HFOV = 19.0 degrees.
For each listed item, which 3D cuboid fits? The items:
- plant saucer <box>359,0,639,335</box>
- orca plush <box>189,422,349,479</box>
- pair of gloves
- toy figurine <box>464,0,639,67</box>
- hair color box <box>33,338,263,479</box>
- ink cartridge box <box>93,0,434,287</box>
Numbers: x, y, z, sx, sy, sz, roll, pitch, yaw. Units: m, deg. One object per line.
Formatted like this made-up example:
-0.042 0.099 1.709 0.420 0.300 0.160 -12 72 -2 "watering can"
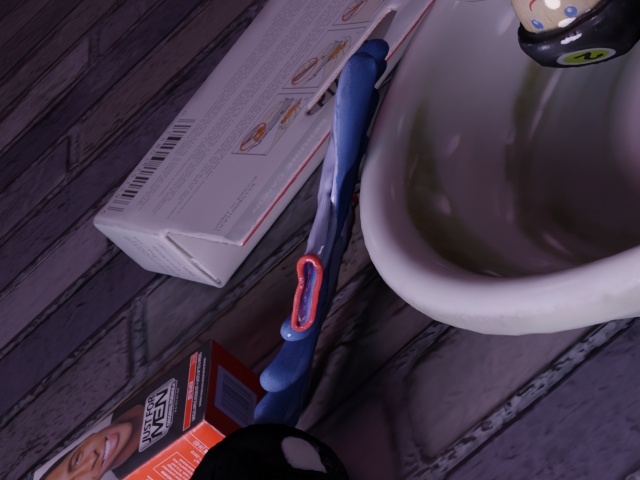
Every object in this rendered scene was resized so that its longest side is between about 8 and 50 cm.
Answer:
0.192 -0.101 0.793 0.400 0.100 0.400 -39 24 21 "plant saucer"
-0.065 0.175 0.799 0.151 0.102 0.287 -20 35 47 "orca plush"
0.000 0.000 0.922 0.198 0.023 0.159 99 -175 -48 "pair of gloves"
0.108 -0.188 0.784 0.209 0.148 0.213 -41 21 0 "toy figurine"
-0.095 0.121 1.014 0.141 0.043 0.072 -38 26 23 "hair color box"
0.001 -0.092 1.167 0.275 0.060 0.239 -53 24 -13 "ink cartridge box"
